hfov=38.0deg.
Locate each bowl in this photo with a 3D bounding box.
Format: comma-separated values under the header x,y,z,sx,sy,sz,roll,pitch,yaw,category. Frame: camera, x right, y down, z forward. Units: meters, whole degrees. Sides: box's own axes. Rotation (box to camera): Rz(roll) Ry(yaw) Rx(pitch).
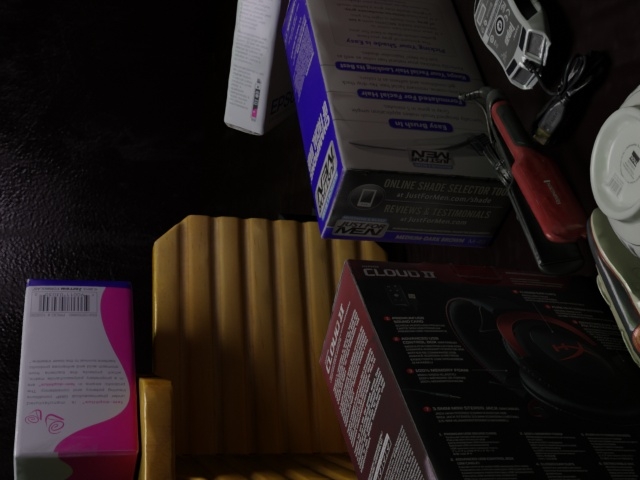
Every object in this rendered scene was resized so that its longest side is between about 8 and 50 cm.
x,y,z,sx,sy,sz,roll,pitch,yaw,category
0.232,-0.049,0.614,0.170,0.080,0.170,-176,90,-75,bowl

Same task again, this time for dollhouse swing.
x,y,z,sx,sy,sz,roll,pitch,yaw,category
-0.022,0.109,1.003,0.315,0.347,0.304,157,115,-73,dollhouse swing

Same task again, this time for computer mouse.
x,y,z,sx,sy,sz,roll,pitch,yaw,category
0.194,-0.180,0.850,0.106,0.042,0.193,103,156,-48,computer mouse

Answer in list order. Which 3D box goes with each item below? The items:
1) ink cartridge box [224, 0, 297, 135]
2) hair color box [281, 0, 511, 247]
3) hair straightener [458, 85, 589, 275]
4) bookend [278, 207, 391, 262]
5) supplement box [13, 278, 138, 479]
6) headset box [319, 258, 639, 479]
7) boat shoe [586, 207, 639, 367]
x,y,z,sx,sy,sz,roll,pitch,yaw,category
-0.013,-0.345,1.267,0.324,0.071,0.330,-46,-28,-55,ink cartridge box
0.074,-0.154,1.007,0.110,0.185,0.338,109,158,-45,hair color box
0.170,-0.053,0.826,0.089,0.047,0.230,87,166,-46,hair straightener
0.000,0.000,1.295,0.156,0.157,0.072,-139,54,-70,bookend
-0.247,0.155,0.942,0.220,0.111,0.114,-104,22,-46,supplement box
0.134,0.124,0.680,0.293,0.218,0.110,-112,31,-55,headset box
0.227,0.035,0.683,0.043,0.049,0.137,108,154,-47,boat shoe
